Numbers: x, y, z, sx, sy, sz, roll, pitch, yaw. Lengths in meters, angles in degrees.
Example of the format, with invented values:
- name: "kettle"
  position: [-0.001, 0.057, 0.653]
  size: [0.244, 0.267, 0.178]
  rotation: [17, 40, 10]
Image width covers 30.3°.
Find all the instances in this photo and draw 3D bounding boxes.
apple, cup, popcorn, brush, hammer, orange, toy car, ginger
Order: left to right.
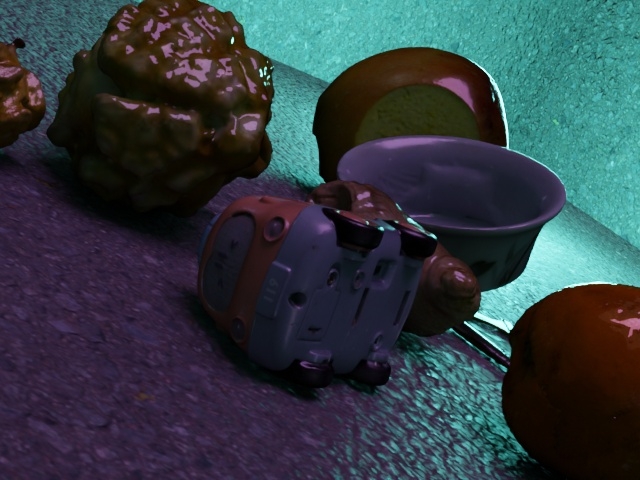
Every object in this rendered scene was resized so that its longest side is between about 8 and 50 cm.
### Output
- name: "popcorn"
  position: [-0.403, -0.171, 1.375]
  size: [0.167, 0.152, 0.148]
  rotation: [24, -17, -18]
- name: "popcorn"
  position: [-0.195, -0.172, 1.504]
  size: [0.274, 0.279, 0.335]
  rotation: [9, 27, 0]
- name: "toy car"
  position: [-0.020, 0.038, 1.287]
  size: [0.212, 0.180, 0.270]
  rotation: [24, 9, 31]
- name: "ginger"
  position: [0.095, 0.028, 1.512]
  size: [0.221, 0.130, 0.276]
  rotation: [29, -7, 35]
- name: "apple"
  position: [0.155, -0.158, 2.106]
  size: [0.374, 0.374, 0.384]
  rotation: [22, 54, -25]
- name: "cup"
  position: [0.192, -0.025, 1.815]
  size: [0.347, 0.163, 0.347]
  rotation: [3, 27, -2]
- name: "brush"
  position: [0.251, 0.120, 1.842]
  size: [0.218, 0.010, 0.082]
  rotation: [25, 14, -15]
- name: "hammer"
  position: [0.251, 0.161, 1.662]
  size: [0.297, 0.027, 0.125]
  rotation: [36, 16, 31]
- name: "orange"
  position: [0.318, 0.162, 1.342]
  size: [0.240, 0.240, 0.240]
  rotation: [27, 14, -7]
